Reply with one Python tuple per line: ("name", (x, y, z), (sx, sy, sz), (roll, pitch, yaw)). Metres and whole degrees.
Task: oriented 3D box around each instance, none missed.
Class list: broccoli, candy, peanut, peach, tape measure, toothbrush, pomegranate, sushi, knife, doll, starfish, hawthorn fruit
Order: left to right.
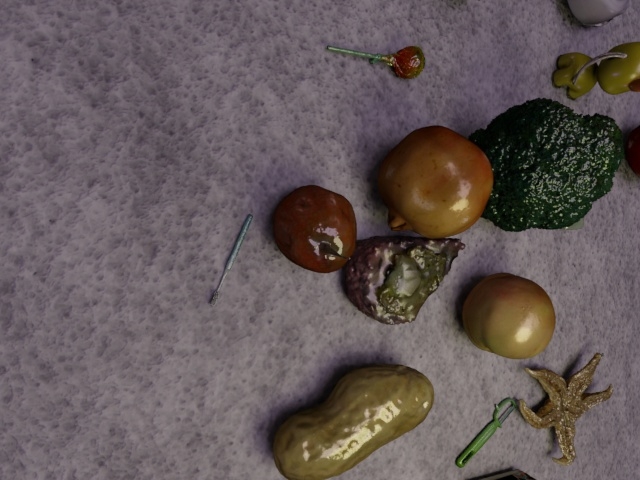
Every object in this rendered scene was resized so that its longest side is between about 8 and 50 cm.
("toothbrush", (-0.149, 0.033, 0.709), (0.011, 0.014, 0.167), (25, 83, -16))
("hawthorn fruit", (-0.014, -0.008, 0.690), (0.149, 0.189, 0.149), (6, 120, 10))
("peanut", (0.061, 0.315, 0.768), (0.319, 0.147, 0.147), (-20, 102, -18))
("candy", (0.106, -0.344, 0.790), (0.201, 0.060, 0.060), (1, 93, -19))
("sushi", (0.164, 0.074, 0.814), (0.241, 0.107, 0.161), (-3, 99, -26))
("pomegranate", (0.204, -0.105, 0.763), (0.209, 0.209, 0.209), (-2, 94, -25))
("knife", (0.387, 0.445, 0.991), (0.212, 0.015, 0.054), (-37, 107, -19))
("peach", (0.395, 0.156, 0.888), (0.184, 0.184, 0.184), (-2, 94, -25))
("broccoli", (0.431, -0.154, 0.864), (0.297, 0.298, 0.297), (58, 36, -17))
("starfish", (0.625, 0.400, 1.077), (0.302, 0.060, 0.299), (-26, 100, -19))
("tape measure", (0.646, -0.613, 0.999), (0.178, 0.105, 0.196), (-15, 101, -31))
("doll", (0.663, -0.392, 0.956), (0.135, 0.221, 0.143), (23, 87, -29))
("peach", (0.898, -0.236, 1.102), (0.197, 0.197, 0.197), (-2, 94, -25))

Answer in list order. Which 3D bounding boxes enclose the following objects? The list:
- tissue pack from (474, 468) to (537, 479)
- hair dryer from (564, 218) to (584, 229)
("tissue pack", (0.420, 0.603, 0.976), (0.170, 0.090, 0.103), (3, 95, -25))
("hair dryer", (0.540, -0.116, 1.010), (0.237, 0.075, 0.206), (-9, 104, -17))
